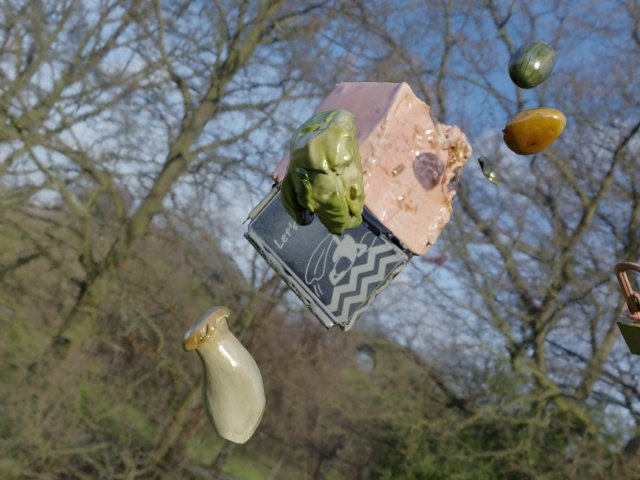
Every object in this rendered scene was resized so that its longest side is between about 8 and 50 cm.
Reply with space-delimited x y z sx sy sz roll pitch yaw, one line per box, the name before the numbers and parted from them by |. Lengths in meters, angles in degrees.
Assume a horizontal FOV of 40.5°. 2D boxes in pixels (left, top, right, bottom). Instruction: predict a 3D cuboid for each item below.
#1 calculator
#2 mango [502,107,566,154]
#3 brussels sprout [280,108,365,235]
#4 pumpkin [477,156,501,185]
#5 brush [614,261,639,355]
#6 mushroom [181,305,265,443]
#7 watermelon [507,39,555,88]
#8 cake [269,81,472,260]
calculator | 0.000 0.000 1.280 0.274 0.165 0.028 46 4 37
mango | 0.384 -0.200 1.560 0.114 0.060 0.080 -12 -55 26
brussels sprout | 0.005 -0.083 0.986 0.101 0.139 0.181 6 -15 14
pumpkin | 0.349 -0.148 1.773 0.050 0.028 0.083 30 26 -33
brush | 0.466 0.101 1.227 0.103 0.047 0.233 14 -25 42
mushroom | -0.139 0.200 1.272 0.088 0.097 0.212 32 -36 62
watermelon | 0.394 -0.329 1.613 0.078 0.110 0.078 31 -30 21
cake | 0.127 -0.149 1.847 0.307 0.314 0.293 41 -19 -32
